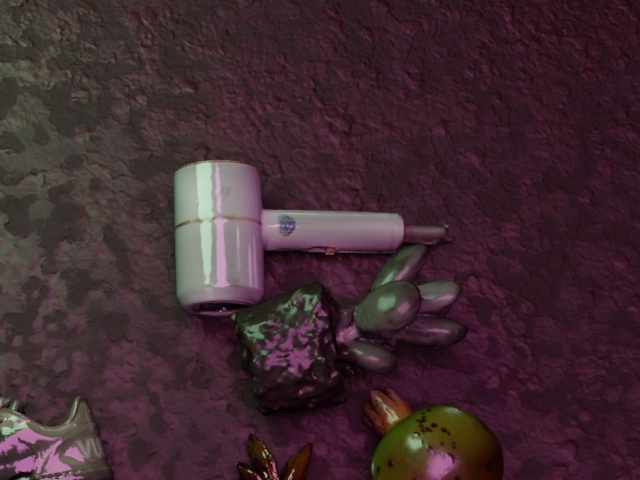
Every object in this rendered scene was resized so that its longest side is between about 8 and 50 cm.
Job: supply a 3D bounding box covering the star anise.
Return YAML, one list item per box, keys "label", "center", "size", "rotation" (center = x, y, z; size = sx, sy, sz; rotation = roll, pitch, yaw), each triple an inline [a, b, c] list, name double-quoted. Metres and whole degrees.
- label: "star anise"
  center: [-0.053, 0.305, 1.914]
  size: [0.168, 0.057, 0.168]
  rotation: [2, 75, -6]

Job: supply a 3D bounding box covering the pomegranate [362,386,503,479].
- label: "pomegranate"
  center: [0.121, 0.255, 1.914]
  size: [0.159, 0.159, 0.205]
  rotation: [-32, 54, -15]

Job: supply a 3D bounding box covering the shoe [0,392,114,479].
- label: "shoe"
  center: [-0.385, 0.248, 1.865]
  size: [0.293, 0.109, 0.149]
  rotation: [-6, 71, -12]

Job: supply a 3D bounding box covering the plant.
- label: "plant"
  center: [0.036, 0.110, 1.936]
  size: [0.275, 0.149, 0.146]
  rotation: [-21, 85, -10]

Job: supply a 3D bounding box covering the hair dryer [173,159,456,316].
- label: "hair dryer"
  center: [0.000, 0.000, 1.995]
  size: [0.357, 0.107, 0.173]
  rotation: [0, 77, -14]
